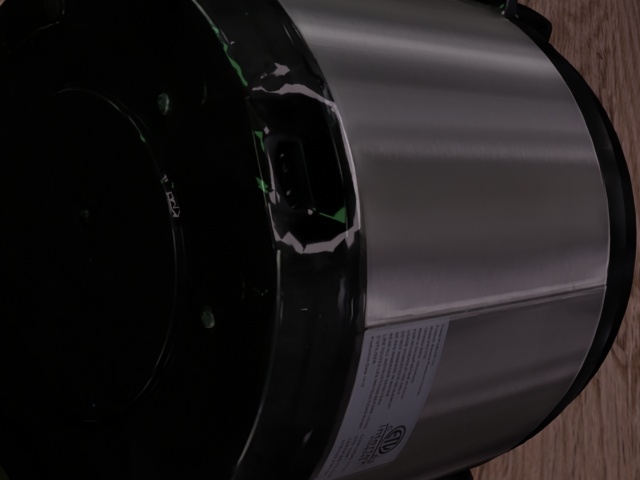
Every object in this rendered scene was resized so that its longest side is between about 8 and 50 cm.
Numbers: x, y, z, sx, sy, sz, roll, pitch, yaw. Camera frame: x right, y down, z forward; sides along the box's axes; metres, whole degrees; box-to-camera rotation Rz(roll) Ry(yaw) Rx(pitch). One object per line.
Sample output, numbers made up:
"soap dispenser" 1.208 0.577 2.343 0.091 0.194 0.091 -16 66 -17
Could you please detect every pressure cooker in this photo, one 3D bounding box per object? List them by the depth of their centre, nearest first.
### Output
"pressure cooker" 0.004 0.004 0.700 0.420 0.370 0.376 -5 68 -45
